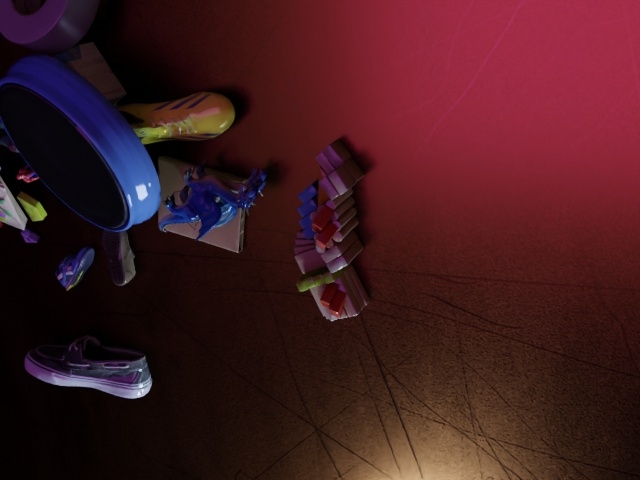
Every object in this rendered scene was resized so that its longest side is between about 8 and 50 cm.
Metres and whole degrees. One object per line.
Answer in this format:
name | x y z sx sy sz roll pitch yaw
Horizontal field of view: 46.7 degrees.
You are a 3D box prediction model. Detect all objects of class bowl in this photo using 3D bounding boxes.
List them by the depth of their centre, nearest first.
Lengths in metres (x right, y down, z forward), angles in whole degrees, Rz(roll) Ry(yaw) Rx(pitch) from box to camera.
bowl | -0.485 -0.178 1.466 0.391 0.077 0.391 30 148 21

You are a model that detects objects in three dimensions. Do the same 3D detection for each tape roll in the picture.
tape roll | -0.519 -0.468 1.402 0.219 0.072 0.219 -3 83 27

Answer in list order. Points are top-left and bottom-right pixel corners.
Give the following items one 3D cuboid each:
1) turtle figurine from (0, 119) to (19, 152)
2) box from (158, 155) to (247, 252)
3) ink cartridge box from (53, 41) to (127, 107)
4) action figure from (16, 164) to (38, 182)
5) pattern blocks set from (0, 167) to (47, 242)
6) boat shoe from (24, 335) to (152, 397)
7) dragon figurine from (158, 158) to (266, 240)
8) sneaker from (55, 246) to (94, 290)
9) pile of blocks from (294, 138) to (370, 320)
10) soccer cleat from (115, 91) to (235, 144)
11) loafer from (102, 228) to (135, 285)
turtle figurine | -0.739 -0.238 1.638 0.234 0.118 0.175 3 134 14
box | -0.246 -0.074 1.526 0.201 0.021 0.165 17 118 18
ink cartridge box | -0.471 -0.308 1.490 0.090 0.092 0.143 -29 97 33
action figure | -0.620 -0.154 1.618 0.030 0.115 0.038 -32 96 33
pattern blocks set | -0.746 -0.099 1.666 0.285 0.026 0.325 12 146 21
boat shoe | -0.561 0.285 1.800 0.335 0.121 0.119 8 108 11
dragon figurine | -0.224 -0.059 1.457 0.144 0.085 0.289 46 122 2
sneaker | -0.578 0.057 1.730 0.059 0.053 0.144 45 123 4
pile of blocks | 0.000 0.000 1.383 0.148 0.112 0.362 7 114 24
soccer cleat | -0.297 -0.224 1.423 0.289 0.121 0.094 -1 112 27
loafer | -0.448 0.026 1.656 0.056 0.050 0.148 -3 95 24
